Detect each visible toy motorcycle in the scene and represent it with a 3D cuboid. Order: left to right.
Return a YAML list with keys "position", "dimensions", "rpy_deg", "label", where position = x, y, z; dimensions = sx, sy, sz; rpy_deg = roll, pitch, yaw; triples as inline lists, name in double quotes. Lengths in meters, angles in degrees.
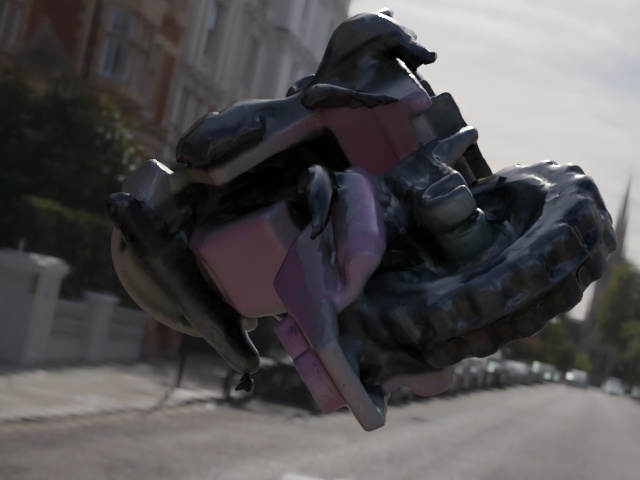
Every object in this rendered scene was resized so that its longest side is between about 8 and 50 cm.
- position: [0.000, 0.000, 0.615]
  dimensions: [0.143, 0.188, 0.327]
  rpy_deg: [58, -2, -21]
  label: "toy motorcycle"
